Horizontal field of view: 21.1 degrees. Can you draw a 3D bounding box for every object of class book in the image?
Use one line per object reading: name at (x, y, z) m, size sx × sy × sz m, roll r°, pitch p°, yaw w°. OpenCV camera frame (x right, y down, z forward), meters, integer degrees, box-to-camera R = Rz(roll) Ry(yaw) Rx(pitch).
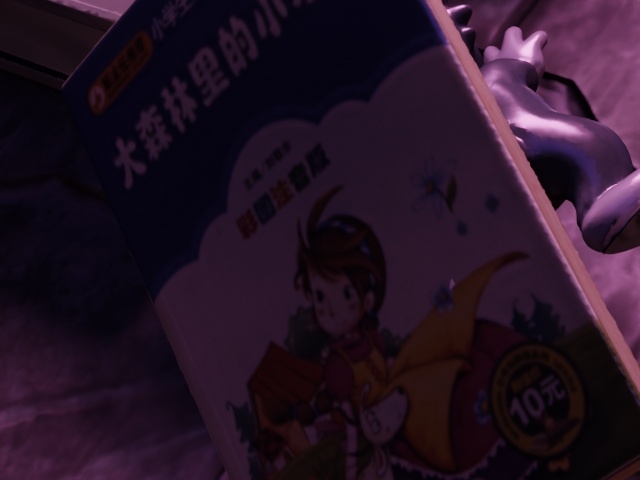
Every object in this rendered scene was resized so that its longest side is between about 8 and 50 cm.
book at (0.000, 0.000, 0.772) m, size 0.228 × 0.018 × 0.322 m, roll -41°, pitch 67°, yaw 36°

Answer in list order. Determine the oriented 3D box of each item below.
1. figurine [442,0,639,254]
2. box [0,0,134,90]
figurine at (0.041, -0.043, 0.842) m, size 0.193 × 0.140 × 0.265 m, roll -57°, pitch 38°, yaw 5°
box at (-0.130, -0.139, 0.982) m, size 0.225 × 0.129 × 0.086 m, roll 22°, pitch 71°, yaw 34°
